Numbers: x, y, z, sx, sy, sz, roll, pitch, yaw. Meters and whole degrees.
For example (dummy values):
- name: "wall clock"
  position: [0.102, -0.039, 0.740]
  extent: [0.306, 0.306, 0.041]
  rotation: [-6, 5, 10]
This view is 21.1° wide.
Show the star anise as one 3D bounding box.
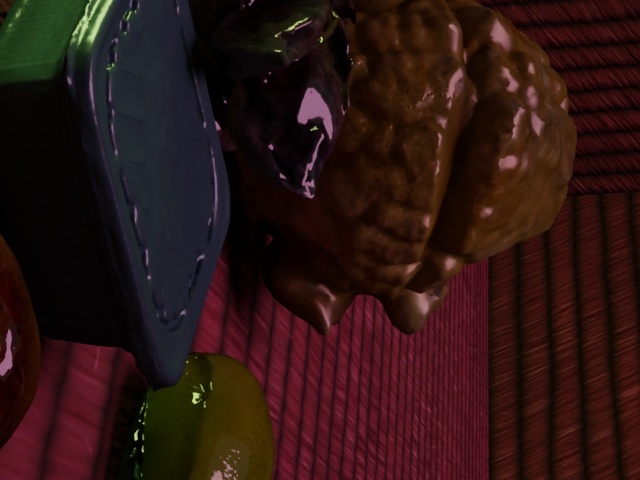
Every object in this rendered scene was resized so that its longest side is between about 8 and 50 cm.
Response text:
- name: "star anise"
  position: [-0.042, -0.136, 0.904]
  extent: [0.283, 0.129, 0.212]
  rotation: [-109, -168, -57]

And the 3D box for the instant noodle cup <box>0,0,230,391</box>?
- name: "instant noodle cup"
  position: [-0.096, -0.040, 0.756]
  extent: [0.157, 0.070, 0.179]
  rotation: [-79, 163, -53]

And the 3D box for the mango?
- name: "mango"
  position: [-0.063, 0.130, 0.876]
  extent: [0.091, 0.074, 0.165]
  rotation: [78, 13, -51]

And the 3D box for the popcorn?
- name: "popcorn"
  position: [0.054, -0.067, 1.194]
  extent: [0.270, 0.224, 0.258]
  rotation: [-46, 138, -28]

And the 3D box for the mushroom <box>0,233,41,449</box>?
- name: "mushroom"
  position: [-0.127, 0.041, 0.540]
  extent: [0.088, 0.073, 0.129]
  rotation: [-61, 176, 17]
